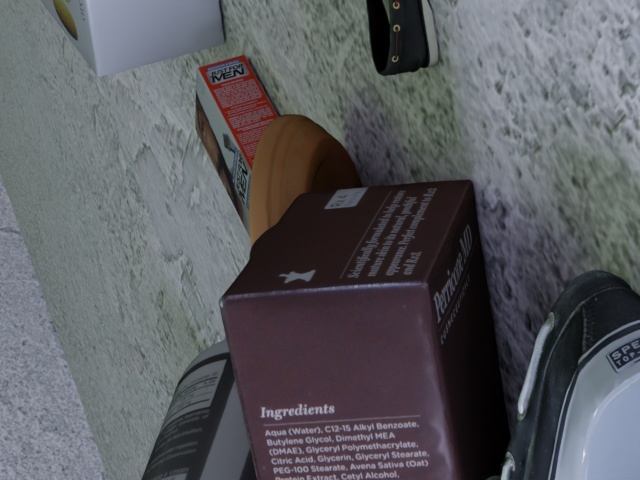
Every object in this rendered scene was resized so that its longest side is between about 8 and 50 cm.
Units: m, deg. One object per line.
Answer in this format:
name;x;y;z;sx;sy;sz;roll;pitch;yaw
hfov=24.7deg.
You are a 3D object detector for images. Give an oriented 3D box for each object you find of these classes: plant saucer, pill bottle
plant saucer;0.000;0.000;1.124;0.200;0.037;0.200;-7;-90;-69
pill bottle;-0.049;0.189;1.173;0.319;0.176;0.176;-72;-14;-47

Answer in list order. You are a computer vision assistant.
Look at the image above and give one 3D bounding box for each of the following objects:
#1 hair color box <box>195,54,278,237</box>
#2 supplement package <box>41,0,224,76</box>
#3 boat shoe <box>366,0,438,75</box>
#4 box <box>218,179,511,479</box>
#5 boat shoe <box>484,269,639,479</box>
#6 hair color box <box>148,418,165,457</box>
hair color box;-0.063;-0.078;1.355;0.093;0.053;0.167;98;151;-54
supplement package;-0.205;-0.284;1.452;0.244;0.133;0.139;-131;29;-51
boat shoe;0.044;-0.176;0.977;0.049;0.042;0.133;-159;56;-70
box;0.054;0.169;0.988;0.191;0.143;0.382;-57;-42;-64
boat shoe;0.147;0.158;0.866;0.105;0.113;0.306;-121;25;-50
hair color box;-0.099;0.383;1.788;0.174;0.105;0.347;119;131;-66
